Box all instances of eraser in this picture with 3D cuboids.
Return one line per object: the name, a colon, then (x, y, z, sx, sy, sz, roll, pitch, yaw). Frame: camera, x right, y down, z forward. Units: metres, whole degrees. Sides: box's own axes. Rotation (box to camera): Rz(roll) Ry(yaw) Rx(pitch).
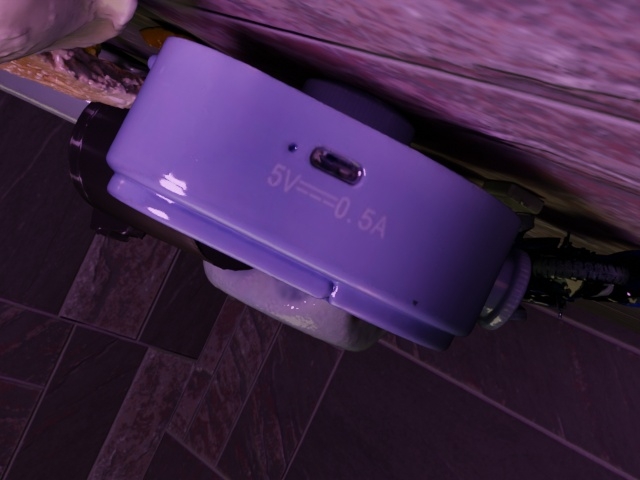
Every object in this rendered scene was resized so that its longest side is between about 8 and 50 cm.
eraser: (-0.453, -0.287, 1.838, 0.290, 0.104, 0.189, 25, -148, -2)

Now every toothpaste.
toothpaste: (-0.370, -0.287, 1.658, 0.392, 0.061, 0.098, 24, -174, 39)

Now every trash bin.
trash bin: (-0.183, -0.089, 1.479, 0.301, 0.252, 0.203, 22, 180, 44)

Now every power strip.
power strip: (0.193, -0.045, 1.092, 0.040, 0.016, 0.090, 29, 180, -13)

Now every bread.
bread: (-0.279, -0.179, 0.968, 0.181, 0.039, 0.250, 14, 171, 42)

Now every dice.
dice: (0.000, 0.000, 1.645, 0.264, 0.268, 0.262, 26, -179, 24)

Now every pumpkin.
pumpkin: (-0.139, -0.191, 1.120, 0.101, 0.035, 0.073, 22, -175, -44)

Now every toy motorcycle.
toy motorcycle: (0.253, 0.033, 1.170, 0.168, 0.113, 0.315, 7, 178, -22)

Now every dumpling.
dumpling: (-0.229, -0.174, 0.772, 0.179, 0.132, 0.252, 7, 156, -27)

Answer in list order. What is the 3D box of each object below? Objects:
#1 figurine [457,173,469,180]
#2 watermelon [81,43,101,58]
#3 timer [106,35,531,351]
figurine: (0.102, -0.050, 1.180, 0.178, 0.109, 0.129, 19, 167, 12)
watermelon: (-0.334, -0.257, 1.350, 0.075, 0.092, 0.181, 39, -168, 12)
timer: (0.012, -0.042, 0.956, 0.395, 0.173, 0.395, 26, 179, 1)
